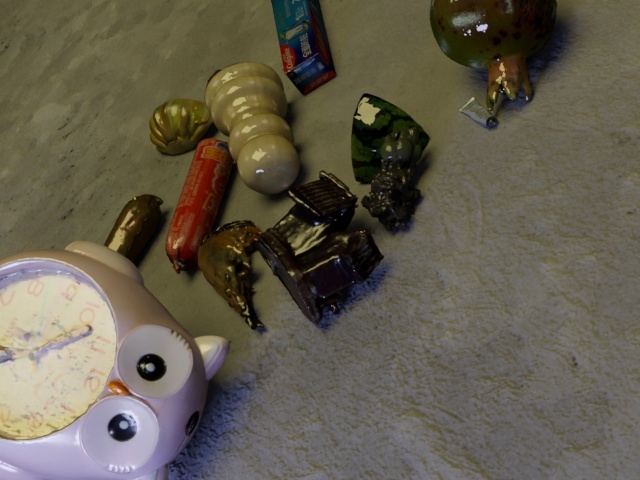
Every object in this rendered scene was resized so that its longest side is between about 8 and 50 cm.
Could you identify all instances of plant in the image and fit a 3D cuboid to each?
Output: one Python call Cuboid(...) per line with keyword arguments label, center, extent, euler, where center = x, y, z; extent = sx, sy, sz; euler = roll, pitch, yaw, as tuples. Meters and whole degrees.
Cuboid(label="plant", center=(0.112, -0.095, 1.781), extent=(0.085, 0.087, 0.174), euler=(11, 65, 4))

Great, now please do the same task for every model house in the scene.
Cuboid(label="model house", center=(0.005, 0.009, 1.750), extent=(0.164, 0.141, 0.203), euler=(-32, 55, -7))

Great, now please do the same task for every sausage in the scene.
Cuboid(label="sausage", center=(-0.213, -0.054, 2.032), extent=(0.074, 0.074, 0.274), euler=(-13, 46, 34))

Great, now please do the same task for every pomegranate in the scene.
Cuboid(label="pomegranate", center=(0.253, -0.324, 1.795), extent=(0.198, 0.198, 0.246), euler=(11, 80, 47))

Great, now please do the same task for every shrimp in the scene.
Cuboid(label="shrimp", center=(-0.126, 0.040, 1.872), extent=(0.117, 0.066, 0.262), euler=(-42, 39, 1))

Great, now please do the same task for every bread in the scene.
Cuboid(label="bread", center=(-0.267, -0.223, 2.236), extent=(0.157, 0.094, 0.083), euler=(-7, 45, 27))

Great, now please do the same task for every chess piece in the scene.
Cuboid(label="chess piece", center=(-0.109, -0.179, 2.027), extent=(0.143, 0.143, 0.261), euler=(-32, 45, 14))

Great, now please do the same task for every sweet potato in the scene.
Cuboid(label="sweet potato", center=(-0.357, 0.033, 2.082), extent=(0.075, 0.075, 0.273), euler=(-1, 55, 41))

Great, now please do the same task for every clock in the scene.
Cuboid(label="clock", center=(-0.343, 0.197, 1.723), extent=(0.377, 0.250, 0.368), euler=(22, 77, 14))

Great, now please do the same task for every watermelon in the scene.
Cuboid(label="watermelon", center=(0.090, -0.154, 1.874), extent=(0.135, 0.125, 0.094), euler=(-56, 5, 11))

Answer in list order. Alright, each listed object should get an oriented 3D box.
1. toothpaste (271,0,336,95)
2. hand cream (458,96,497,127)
Cuboid(label="toothpaste", center=(-0.037, -0.398, 2.219), extent=(0.076, 0.066, 0.320), euler=(-29, 40, 17))
Cuboid(label="hand cream", center=(0.244, -0.193, 1.811), extent=(0.030, 0.019, 0.093), euler=(-42, 30, 3))
